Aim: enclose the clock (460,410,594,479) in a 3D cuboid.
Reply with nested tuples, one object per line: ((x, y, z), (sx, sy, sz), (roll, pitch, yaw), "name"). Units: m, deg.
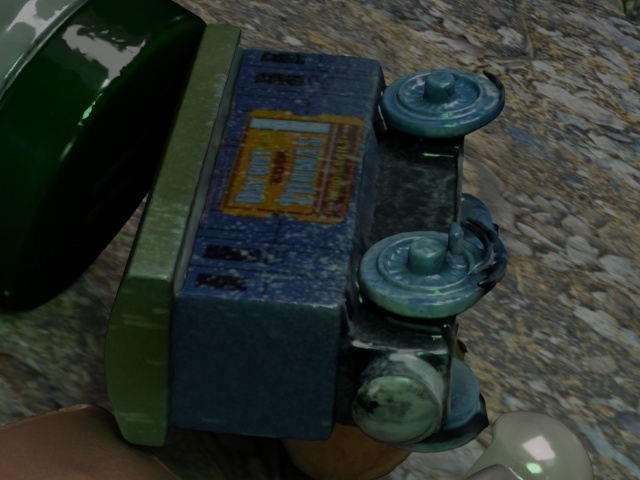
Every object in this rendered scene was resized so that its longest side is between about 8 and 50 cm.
((0.128, 0.253, 0.870), (0.326, 0.184, 0.342), (38, 29, 16), "clock")

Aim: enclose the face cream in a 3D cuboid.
((-0.268, -0.137, 1.230), (0.357, 0.219, 0.312), (34, 21, 9), "face cream")

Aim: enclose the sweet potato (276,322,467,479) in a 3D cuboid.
((-0.017, 0.014, 1.296), (0.131, 0.131, 0.337), (15, 25, -27), "sweet potato")

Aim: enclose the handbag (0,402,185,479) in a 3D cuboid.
((-0.126, 0.154, 0.952), (0.157, 0.059, 0.212), (35, 23, 21), "handbag")

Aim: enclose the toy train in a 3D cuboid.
((0.000, 0.000, 1.101), (0.202, 0.131, 0.300), (4, 34, 4), "toy train")
